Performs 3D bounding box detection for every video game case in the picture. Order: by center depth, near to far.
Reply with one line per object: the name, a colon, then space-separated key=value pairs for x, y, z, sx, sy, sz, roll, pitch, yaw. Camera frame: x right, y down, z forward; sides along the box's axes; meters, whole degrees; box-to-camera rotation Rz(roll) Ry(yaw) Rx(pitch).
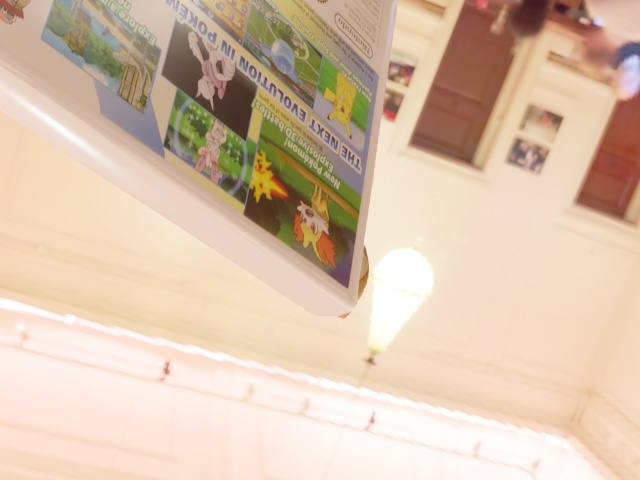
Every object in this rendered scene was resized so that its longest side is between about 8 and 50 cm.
video game case: x=-0.065 y=-0.156 z=0.579 sx=0.036 sy=0.299 sz=0.329 roll=-11 pitch=147 yaw=35

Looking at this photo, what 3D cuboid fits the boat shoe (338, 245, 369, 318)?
boat shoe: x=0.000 y=0.000 z=0.734 sx=0.049 sy=0.056 sz=0.152 roll=28 pitch=-165 yaw=-18
